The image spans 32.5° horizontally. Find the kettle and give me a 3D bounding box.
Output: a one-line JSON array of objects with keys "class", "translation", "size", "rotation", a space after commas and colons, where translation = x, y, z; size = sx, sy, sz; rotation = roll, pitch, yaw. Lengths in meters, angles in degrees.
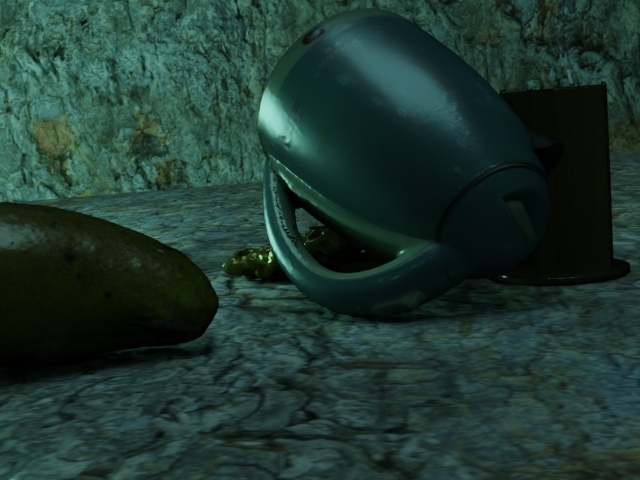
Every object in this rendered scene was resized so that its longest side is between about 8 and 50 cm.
[{"class": "kettle", "translation": [0.086, -0.061, 1.225], "size": [0.319, 0.247, 0.342], "rotation": [-39, 46, -4]}]

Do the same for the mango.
[{"class": "mango", "translation": [-0.269, 0.040, 1.061], "size": [0.330, 0.175, 0.176], "rotation": [-6, 52, -13]}]

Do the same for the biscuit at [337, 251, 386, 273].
[{"class": "biscuit", "translation": [0.103, 0.022, 1.486], "size": [0.133, 0.027, 0.184], "rotation": [0, 9, 43]}]

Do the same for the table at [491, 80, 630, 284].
[{"class": "table", "translation": [0.281, -0.072, 1.310], "size": [0.167, 0.226, 0.167], "rotation": [-4, 7, 0]}]

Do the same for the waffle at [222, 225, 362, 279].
[{"class": "waffle", "translation": [0.000, 0.000, 1.495], "size": [0.243, 0.058, 0.238], "rotation": [-16, 3, 32]}]
